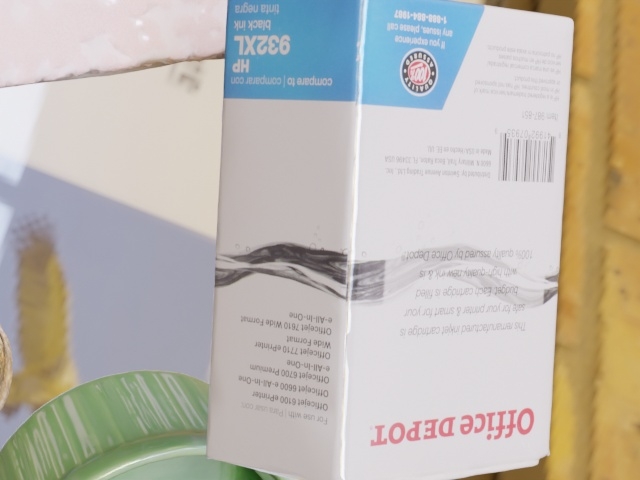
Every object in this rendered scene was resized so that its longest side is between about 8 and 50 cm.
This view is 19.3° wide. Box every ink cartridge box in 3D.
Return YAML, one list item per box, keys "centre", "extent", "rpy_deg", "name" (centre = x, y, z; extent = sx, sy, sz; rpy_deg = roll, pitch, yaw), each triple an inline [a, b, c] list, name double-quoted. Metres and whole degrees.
- centre: [0.049, -0.003, 1.248]
  extent: [0.129, 0.223, 0.307]
  rpy_deg: [5, -87, 42]
  name: "ink cartridge box"

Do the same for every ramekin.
- centre: [-0.167, 0.266, 1.739]
  extent: [0.303, 0.303, 0.148]
  rpy_deg: [-61, -145, 21]
  name: "ramekin"

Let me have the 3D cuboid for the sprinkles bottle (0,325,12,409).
- centre: [-0.272, 0.053, 1.191]
  extent: [0.355, 0.121, 0.121]
  rpy_deg: [104, 2, -76]
  name: "sprinkles bottle"

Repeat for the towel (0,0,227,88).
- centre: [-0.186, -0.272, 1.357]
  extent: [0.053, 0.332, 0.317]
  rpy_deg: [-6, -86, 52]
  name: "towel"
